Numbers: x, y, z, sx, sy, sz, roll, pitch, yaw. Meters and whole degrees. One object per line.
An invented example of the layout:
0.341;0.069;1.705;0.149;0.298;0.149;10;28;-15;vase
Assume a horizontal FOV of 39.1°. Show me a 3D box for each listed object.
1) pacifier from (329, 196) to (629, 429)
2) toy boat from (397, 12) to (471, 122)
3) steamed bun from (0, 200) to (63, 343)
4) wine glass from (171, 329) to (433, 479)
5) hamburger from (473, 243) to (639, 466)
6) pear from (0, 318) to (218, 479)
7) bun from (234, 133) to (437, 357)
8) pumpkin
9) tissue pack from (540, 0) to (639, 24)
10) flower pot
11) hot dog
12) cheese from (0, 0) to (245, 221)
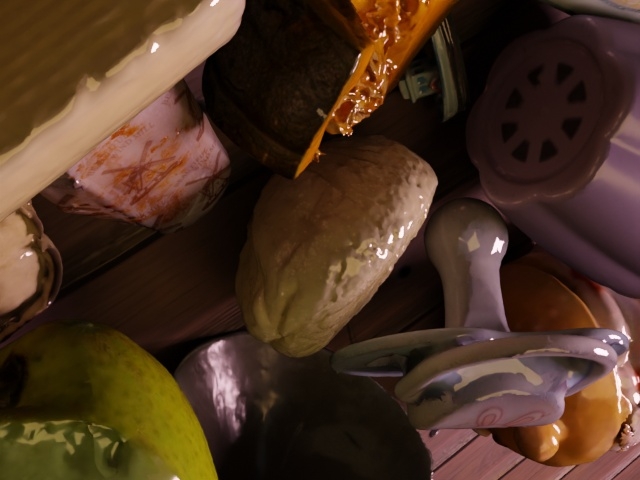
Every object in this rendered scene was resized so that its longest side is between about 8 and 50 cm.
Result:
0.148;0.063;0.852;0.287;0.226;0.238;-1;160;-16;pacifier
0.101;-0.161;0.835;0.066;0.059;0.140;-17;137;8;toy boat
-0.279;0.000;0.587;0.177;0.106;0.192;-36;147;-20;steamed bun
-0.079;0.327;0.909;0.267;0.267;0.406;-4;128;-39;wine glass
0.273;0.143;1.066;0.236;0.276;0.277;-20;132;-28;hamburger
-0.207;0.206;0.632;0.342;0.238;0.318;11;99;-22;pear
0.000;0.000;0.802;0.220;0.134;0.220;-50;174;-8;bun
0.008;-0.161;0.685;0.248;0.126;0.131;-41;161;-54;pumpkin
0.319;-0.289;0.737;0.227;0.310;0.128;4;77;-43;tissue pack
0.283;-0.083;0.869;0.243;0.265;0.265;13;111;-38;flower pot
-0.132;-0.068;0.640;0.131;0.069;0.253;-43;162;-1;hot dog
-0.210;-0.128;0.449;0.265;0.124;0.243;-41;99;-10;cheese
